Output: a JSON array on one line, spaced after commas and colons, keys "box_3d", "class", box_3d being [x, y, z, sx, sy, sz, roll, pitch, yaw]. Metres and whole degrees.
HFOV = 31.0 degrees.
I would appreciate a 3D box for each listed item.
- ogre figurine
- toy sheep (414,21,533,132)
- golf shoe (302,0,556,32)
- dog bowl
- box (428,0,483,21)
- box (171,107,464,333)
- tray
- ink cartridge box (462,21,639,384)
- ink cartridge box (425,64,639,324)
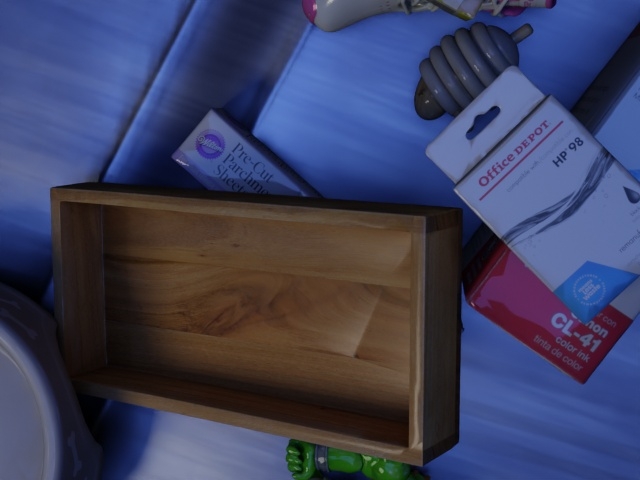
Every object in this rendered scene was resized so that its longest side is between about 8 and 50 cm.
[{"box_3d": [0.054, 0.274, 1.146, 0.118, 0.097, 0.197, -19, 85, 19], "class": "ogre figurine"}, {"box_3d": [0.143, -0.157, 1.076, 0.132, 0.091, 0.091, -35, 94, 13], "class": "toy sheep"}, {"box_3d": [0.133, -0.251, 1.038, 0.306, 0.115, 0.140, -27, 84, 10], "class": "golf shoe"}, {"box_3d": [-0.381, 0.194, 1.069, 0.349, 0.102, 0.348, 0, 85, 0], "class": "dog bowl"}, {"box_3d": [0.146, -0.304, 0.958, 0.087, 0.058, 0.232, 27, 97, -3], "class": "box"}, {"box_3d": [0.000, 0.000, 1.123, 0.324, 0.063, 0.067, 42, 99, -2], "class": "box"}, {"box_3d": [-0.071, 0.060, 1.045, 0.411, 0.076, 0.202, 6, 101, 34], "class": "tray"}, {"box_3d": [0.260, -0.051, 1.010, 0.131, 0.226, 0.306, 37, 101, 0], "class": "ink cartridge box"}, {"box_3d": [0.173, -0.038, 0.878, 0.180, 0.060, 0.104, 45, 101, 1], "class": "ink cartridge box"}]
